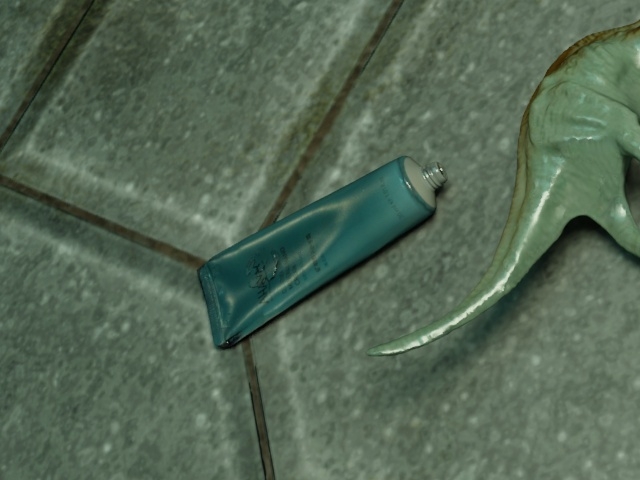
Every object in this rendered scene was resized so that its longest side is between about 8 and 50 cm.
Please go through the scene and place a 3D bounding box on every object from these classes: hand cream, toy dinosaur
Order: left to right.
[{"bbox_3d":[0.000,0.000,1.394,0.224,0.048,0.083,-32,53,20],"label":"hand cream"},{"bbox_3d":[0.190,-0.044,1.261,0.393,0.092,0.205,-45,49,4],"label":"toy dinosaur"}]
